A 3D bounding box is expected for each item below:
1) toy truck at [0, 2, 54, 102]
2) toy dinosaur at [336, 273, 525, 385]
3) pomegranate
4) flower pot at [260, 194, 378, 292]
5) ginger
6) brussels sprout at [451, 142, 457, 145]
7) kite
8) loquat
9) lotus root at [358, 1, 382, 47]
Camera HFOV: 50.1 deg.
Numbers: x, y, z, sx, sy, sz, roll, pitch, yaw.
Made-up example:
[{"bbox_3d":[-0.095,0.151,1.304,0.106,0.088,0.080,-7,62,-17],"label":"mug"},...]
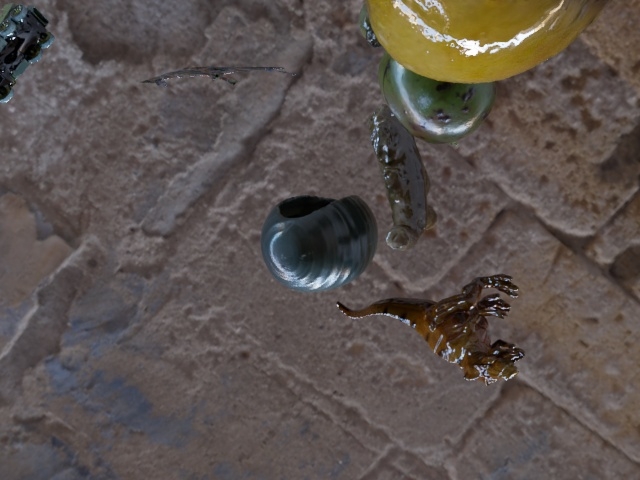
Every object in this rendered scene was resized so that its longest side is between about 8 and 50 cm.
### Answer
[{"bbox_3d":[-0.583,-0.347,1.247,0.116,0.191,0.085,20,164,35],"label":"toy truck"},{"bbox_3d":[0.217,0.126,1.124,0.432,0.208,0.097,16,133,63],"label":"toy dinosaur"},{"bbox_3d":[0.181,-0.241,0.981,0.179,0.210,0.179,39,163,14],"label":"pomegranate"},{"bbox_3d":[0.000,0.000,1.199,0.189,0.157,0.243,0,-165,32],"label":"flower pot"},{"bbox_3d":[0.145,-0.118,1.181,0.166,0.080,0.333,24,-136,-47],"label":"ginger"},{"bbox_3d":[0.298,-0.255,1.506,0.058,0.085,0.085,21,-156,-43],"label":"brussels sprout"},{"bbox_3d":[-0.130,-0.196,0.815,0.183,0.010,0.160,-13,-156,-27],"label":"kite"},{"bbox_3d":[0.133,-0.272,0.592,0.263,0.263,0.263,37,-165,-12],"label":"loquat"},{"bbox_3d":[0.118,-0.396,1.203,0.090,0.183,0.077,5,142,26],"label":"lotus root"}]
